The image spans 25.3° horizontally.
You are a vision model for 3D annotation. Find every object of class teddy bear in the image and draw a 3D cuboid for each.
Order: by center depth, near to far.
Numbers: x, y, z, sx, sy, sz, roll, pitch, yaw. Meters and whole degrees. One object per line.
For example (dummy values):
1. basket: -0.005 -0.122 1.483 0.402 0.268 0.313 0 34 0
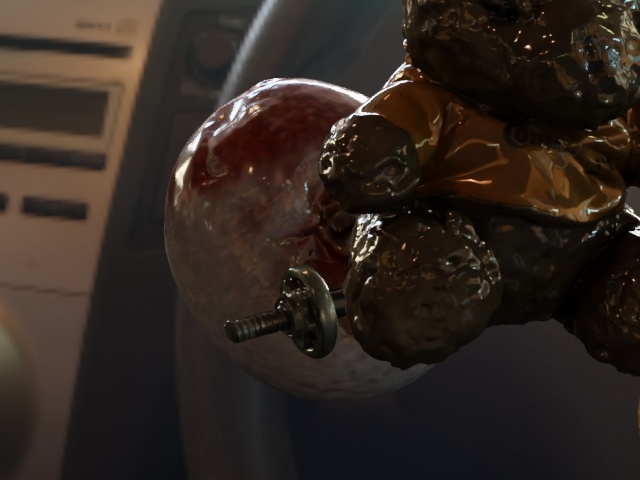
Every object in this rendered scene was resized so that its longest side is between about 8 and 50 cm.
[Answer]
1. teddy bear: 0.080 -0.048 0.569 0.177 0.190 0.140 1 24 -20

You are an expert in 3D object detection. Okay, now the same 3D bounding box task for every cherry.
1. cherry: 0.009 0.010 1.406 0.291 0.335 0.326 -40 63 -8

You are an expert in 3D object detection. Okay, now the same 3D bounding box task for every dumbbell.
1. dumbbell: 0.040 0.046 1.193 0.254 0.082 0.081 -14 27 -24

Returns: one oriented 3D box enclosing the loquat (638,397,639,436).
1. loquat: 0.450 0.157 1.433 0.274 0.275 0.275 2 22 -1
